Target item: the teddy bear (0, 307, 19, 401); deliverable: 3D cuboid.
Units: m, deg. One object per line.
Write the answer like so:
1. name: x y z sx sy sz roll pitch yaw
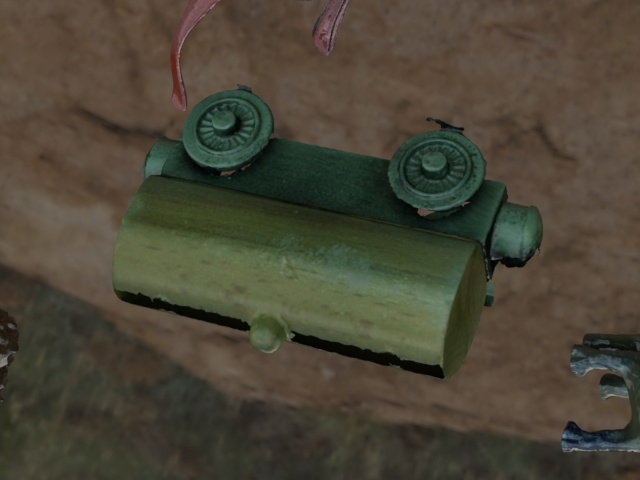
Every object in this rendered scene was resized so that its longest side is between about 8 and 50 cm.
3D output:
1. teddy bear: -0.415 0.151 1.401 0.296 0.222 0.246 2 160 -22

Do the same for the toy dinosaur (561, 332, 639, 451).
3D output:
1. toy dinosaur: 0.268 0.109 1.219 0.147 0.363 0.076 2 110 18

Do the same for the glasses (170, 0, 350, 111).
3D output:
1. glasses: -0.025 -0.220 1.293 0.118 0.234 0.268 60 145 1

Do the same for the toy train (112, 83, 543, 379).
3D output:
1. toy train: 0.001 0.006 1.152 0.307 0.189 0.126 12 159 19
